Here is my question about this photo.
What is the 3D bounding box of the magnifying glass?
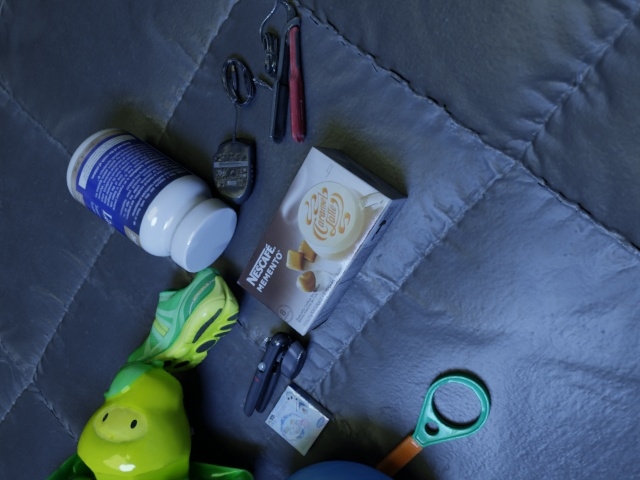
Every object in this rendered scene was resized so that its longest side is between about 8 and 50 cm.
[{"bbox_3d":[0.167,0.294,0.775,0.092,0.026,0.231,43,109,12],"label":"magnifying glass"}]

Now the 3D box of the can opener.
[{"bbox_3d":[-0.089,0.232,0.854,0.186,0.059,0.073,-60,42,22],"label":"can opener"}]

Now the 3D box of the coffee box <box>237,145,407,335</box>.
[{"bbox_3d":[0.000,0.000,0.764,0.141,0.098,0.247,37,110,15],"label":"coffee box"}]

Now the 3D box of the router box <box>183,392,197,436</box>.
[{"bbox_3d":[-0.311,0.351,0.981,0.122,0.038,0.092,-20,89,24],"label":"router box"}]

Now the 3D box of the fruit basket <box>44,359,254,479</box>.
[{"bbox_3d":[-0.305,0.400,0.793,0.391,0.283,0.392,5,109,14],"label":"fruit basket"}]

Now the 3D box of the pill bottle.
[{"bbox_3d":[-0.281,-0.067,0.847,0.264,0.153,0.153,32,109,17],"label":"pill bottle"}]

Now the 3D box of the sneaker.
[{"bbox_3d":[-0.251,0.154,0.909,0.295,0.109,0.124,-40,53,27],"label":"sneaker"}]

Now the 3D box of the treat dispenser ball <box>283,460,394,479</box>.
[{"bbox_3d":[0.027,0.471,0.714,0.288,0.288,0.288,3,99,23],"label":"treat dispenser ball"}]

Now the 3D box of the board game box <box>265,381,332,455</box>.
[{"bbox_3d":[-0.038,0.309,0.866,0.090,0.020,0.090,36,110,16],"label":"board game box"}]

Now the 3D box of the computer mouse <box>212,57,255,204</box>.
[{"bbox_3d":[-0.139,-0.181,0.839,0.071,0.041,0.242,3,92,15],"label":"computer mouse"}]

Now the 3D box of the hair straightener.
[{"bbox_3d":[-0.073,-0.266,0.787,0.089,0.047,0.231,0,97,23],"label":"hair straightener"}]
